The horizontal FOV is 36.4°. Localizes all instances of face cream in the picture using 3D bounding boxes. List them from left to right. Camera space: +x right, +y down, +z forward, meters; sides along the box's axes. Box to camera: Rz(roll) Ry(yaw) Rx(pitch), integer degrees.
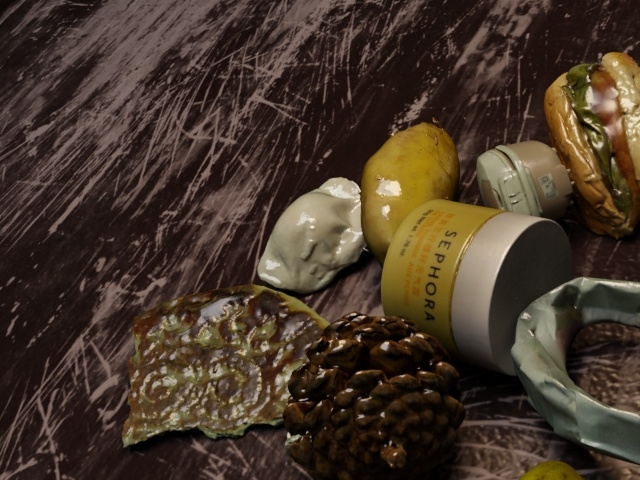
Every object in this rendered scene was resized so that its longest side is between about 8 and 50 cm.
[{"bbox_3d":[0.218,0.061,1.354,0.179,0.218,0.218,14,52,41],"label":"face cream"}]

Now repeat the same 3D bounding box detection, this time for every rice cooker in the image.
[{"bbox_3d":[0.313,-0.084,1.514,0.127,0.145,0.206,-21,8,-4],"label":"rice cooker"}]

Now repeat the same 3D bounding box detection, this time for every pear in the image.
[{"bbox_3d":[0.265,0.319,1.120,0.107,0.107,0.131,23,67,44],"label":"pear"}]

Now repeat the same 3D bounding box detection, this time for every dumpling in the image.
[{"bbox_3d":[0.000,0.000,1.638,0.151,0.124,0.229,38,86,26],"label":"dumpling"}]

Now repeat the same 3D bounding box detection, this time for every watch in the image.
[{"bbox_3d":[0.358,0.151,1.210,0.241,0.161,0.253,1,38,26],"label":"watch"}]

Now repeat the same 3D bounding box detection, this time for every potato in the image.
[{"bbox_3d":[0.146,-0.078,1.596,0.140,0.173,0.300,-22,32,41],"label":"potato"}]

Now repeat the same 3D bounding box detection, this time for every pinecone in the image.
[{"bbox_3d":[0.071,0.213,1.264,0.244,0.243,0.257,-22,1,5],"label":"pinecone"}]

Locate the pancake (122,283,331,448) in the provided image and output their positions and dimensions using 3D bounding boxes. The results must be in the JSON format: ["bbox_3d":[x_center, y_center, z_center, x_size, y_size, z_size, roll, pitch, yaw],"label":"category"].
[{"bbox_3d":[-0.134,0.198,1.536,0.427,0.067,0.304,-5,50,23],"label":"pancake"}]

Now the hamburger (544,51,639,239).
[{"bbox_3d":[0.439,-0.178,1.523,0.162,0.209,0.330,-14,37,14],"label":"hamburger"}]
